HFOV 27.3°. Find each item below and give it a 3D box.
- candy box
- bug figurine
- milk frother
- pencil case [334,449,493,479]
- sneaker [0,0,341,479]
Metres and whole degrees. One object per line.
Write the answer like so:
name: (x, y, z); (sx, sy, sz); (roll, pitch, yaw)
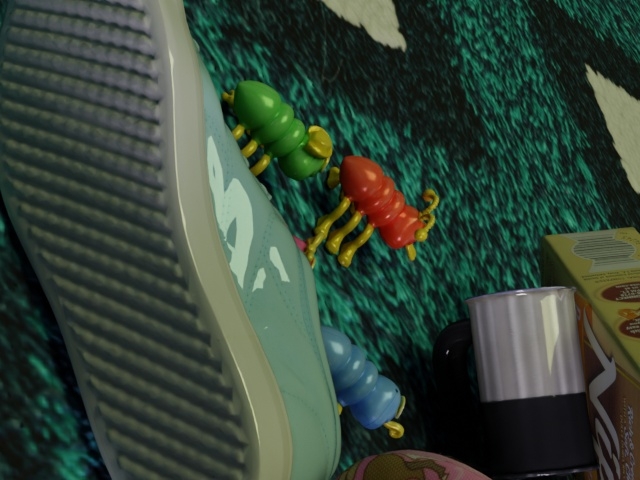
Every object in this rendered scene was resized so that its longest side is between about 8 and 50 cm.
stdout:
candy box: (0.243, 0.128, 0.982); (0.316, 0.087, 0.183); (-103, -173, -69)
bug figurine: (0.000, 0.000, 0.925); (0.216, 0.072, 0.279); (44, 33, -25)
milk frother: (0.121, 0.106, 0.946); (0.143, 0.129, 0.135); (10, 71, -62)
pencil case: (-0.031, 0.218, 0.556); (0.167, 0.160, 0.386); (52, 34, 14)
sneaker: (-0.083, -0.008, 0.766); (0.150, 0.135, 0.366); (9, 65, -63)
